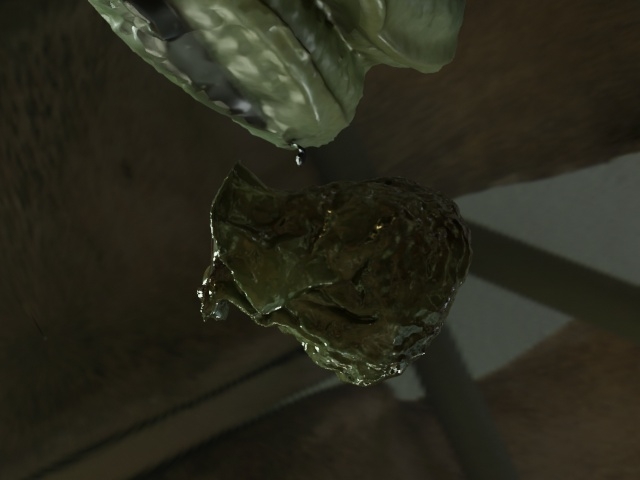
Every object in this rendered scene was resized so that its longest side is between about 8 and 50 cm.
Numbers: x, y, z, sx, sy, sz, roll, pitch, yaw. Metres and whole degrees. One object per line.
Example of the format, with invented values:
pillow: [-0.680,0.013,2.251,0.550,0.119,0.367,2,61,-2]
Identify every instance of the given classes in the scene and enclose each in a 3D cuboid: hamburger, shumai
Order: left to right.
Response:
hamburger: [-0.023,-0.082,0.387,0.062,0.140,0.133,-35,-113,12]
shumai: [0.000,0.000,0.634,0.080,0.082,0.083,38,-125,-28]
